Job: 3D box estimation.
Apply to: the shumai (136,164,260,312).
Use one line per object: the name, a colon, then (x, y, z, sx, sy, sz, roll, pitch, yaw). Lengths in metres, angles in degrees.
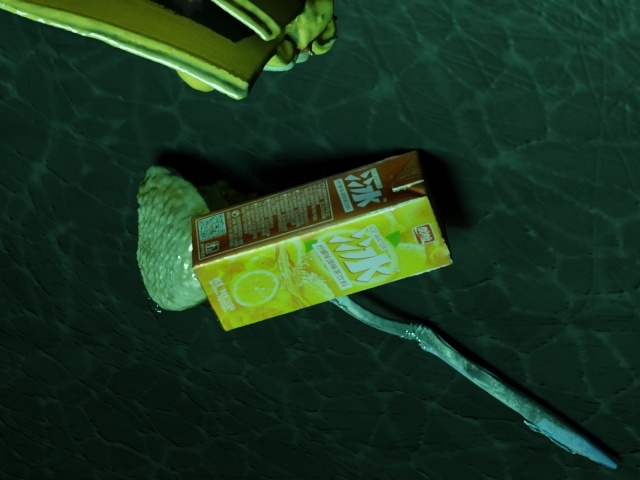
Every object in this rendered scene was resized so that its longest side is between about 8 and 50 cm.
shumai: (-0.112, -0.002, 1.857, 0.145, 0.116, 0.145, 10, 103, 52)

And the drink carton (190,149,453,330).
drink carton: (0.000, 0.000, 1.729, 0.223, 0.071, 0.096, -16, 134, 7)

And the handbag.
handbag: (-0.118, -0.209, 1.360, 0.283, 0.401, 0.133, 23, 106, 1)

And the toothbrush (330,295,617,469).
toothbrush: (0.135, 0.121, 1.915, 0.413, 0.042, 0.035, 34, -178, -11)
